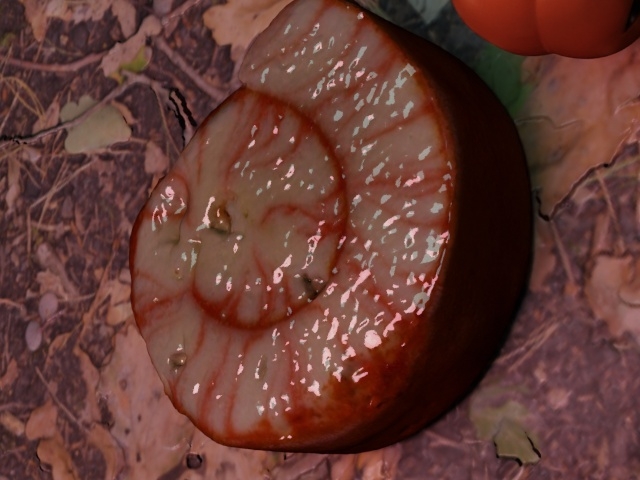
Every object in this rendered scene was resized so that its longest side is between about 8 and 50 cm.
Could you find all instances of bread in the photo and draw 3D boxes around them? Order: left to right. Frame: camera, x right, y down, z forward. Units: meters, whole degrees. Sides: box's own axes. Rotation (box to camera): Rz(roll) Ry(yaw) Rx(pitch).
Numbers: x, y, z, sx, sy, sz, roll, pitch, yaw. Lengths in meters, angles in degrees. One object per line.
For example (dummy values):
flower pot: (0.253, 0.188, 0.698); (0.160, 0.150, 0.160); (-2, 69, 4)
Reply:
bread: (0.000, 0.004, 1.095); (0.328, 0.114, 0.295); (-49, 54, 23)

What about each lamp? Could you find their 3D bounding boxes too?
lamp: (0.159, -0.207, 0.964); (0.187, 0.164, 0.188); (-2, 85, 17)
